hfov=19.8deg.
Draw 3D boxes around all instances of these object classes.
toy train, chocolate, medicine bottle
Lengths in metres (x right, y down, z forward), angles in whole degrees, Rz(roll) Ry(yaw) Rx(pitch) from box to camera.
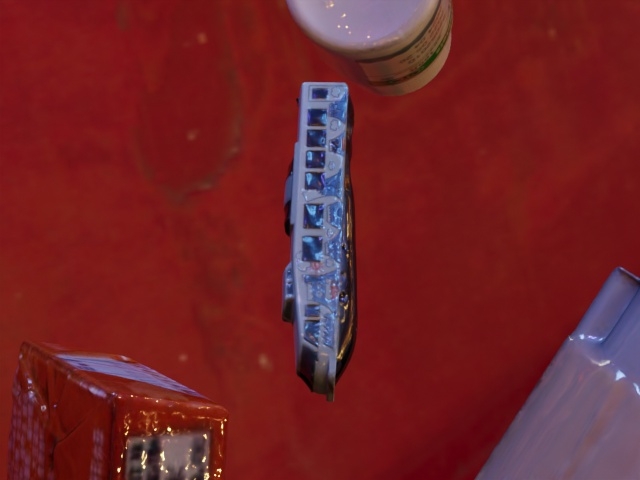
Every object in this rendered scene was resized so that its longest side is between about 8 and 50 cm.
[{"bbox_3d":[0.000,0.000,1.129,0.043,0.047,0.207,91,0,-61],"label":"toy train"},{"bbox_3d":[-0.155,0.206,1.351,0.108,0.235,0.237,3,94,-24],"label":"chocolate"},{"bbox_3d":[0.052,-0.206,1.648,0.237,0.139,0.139,37,49,-77],"label":"medicine bottle"}]

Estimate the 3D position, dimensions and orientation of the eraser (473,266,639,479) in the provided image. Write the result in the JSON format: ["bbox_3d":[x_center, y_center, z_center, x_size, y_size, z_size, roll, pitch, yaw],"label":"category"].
[{"bbox_3d":[0.111,0.171,0.769,0.087,0.171,0.290,30,94,-43],"label":"eraser"}]
